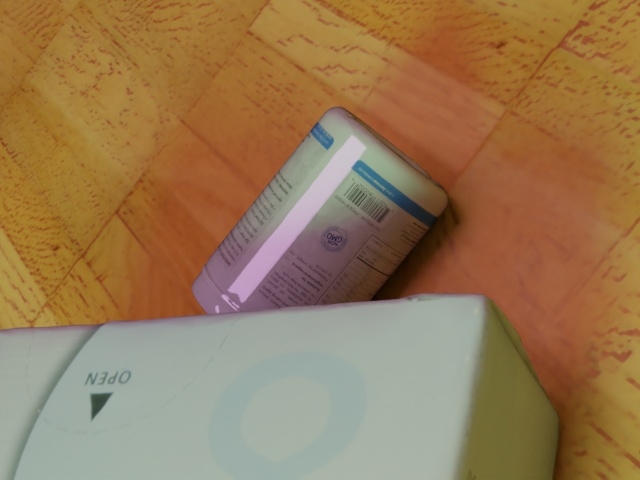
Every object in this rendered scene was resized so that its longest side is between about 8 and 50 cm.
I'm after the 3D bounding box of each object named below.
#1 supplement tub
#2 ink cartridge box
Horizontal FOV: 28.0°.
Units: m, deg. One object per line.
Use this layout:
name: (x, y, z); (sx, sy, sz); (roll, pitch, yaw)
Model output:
supplement tub: (0.000, 0.000, 0.579); (0.107, 0.071, 0.071); (-50, 36, 8)
ink cartridge box: (-0.101, 0.203, 0.433); (0.308, 0.091, 0.385); (-6, 50, 30)
